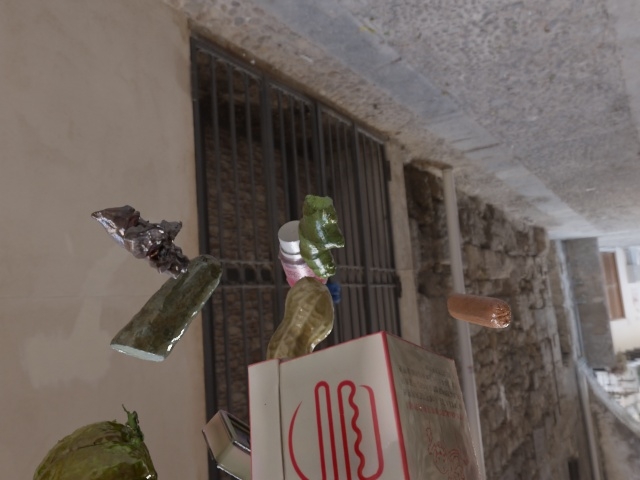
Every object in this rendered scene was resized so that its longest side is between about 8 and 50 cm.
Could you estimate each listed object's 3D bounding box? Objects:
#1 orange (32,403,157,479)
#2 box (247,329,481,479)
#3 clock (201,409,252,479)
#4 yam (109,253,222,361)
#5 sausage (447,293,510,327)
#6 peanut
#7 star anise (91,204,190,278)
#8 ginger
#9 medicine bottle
[{"bbox_3d":[-0.399,0.480,0.913,0.223,0.300,0.301,-12,147,-19],"label":"orange"},{"bbox_3d":[0.081,0.365,0.913,0.300,0.312,0.314,-24,147,29],"label":"box"},{"bbox_3d":[-0.174,0.495,1.187,0.192,0.071,0.147,44,172,-26],"label":"clock"},{"bbox_3d":[-0.369,0.169,1.288,0.133,0.330,0.133,26,150,17],"label":"yam"},{"bbox_3d":[0.467,0.207,1.516,0.086,0.086,0.289,-2,178,-14],"label":"sausage"},{"bbox_3d":[-0.047,0.231,1.240,0.136,0.298,0.120,8,156,31],"label":"peanut"},{"bbox_3d":[-0.375,-0.007,1.130,0.110,0.198,0.257,-48,156,2],"label":"star anise"},{"bbox_3d":[-0.001,-0.003,1.357,0.137,0.089,0.290,25,141,8],"label":"ginger"},{"bbox_3d":[-0.062,0.056,1.684,0.147,0.147,0.247,-6,135,10],"label":"medicine bottle"}]
